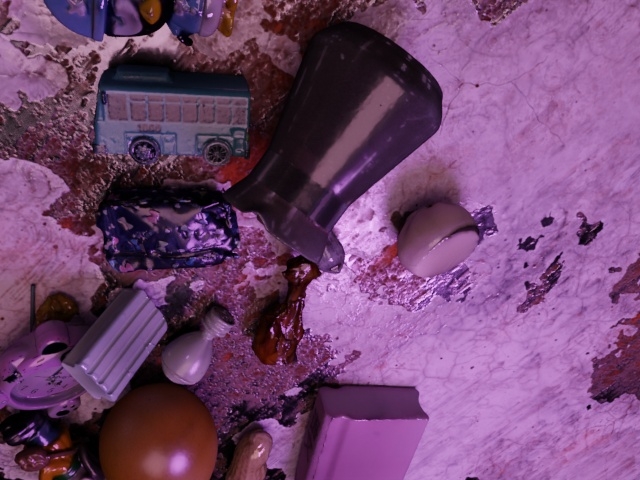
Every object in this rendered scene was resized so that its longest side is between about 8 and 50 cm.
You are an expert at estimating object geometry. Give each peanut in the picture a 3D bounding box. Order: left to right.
[{"bbox_3d":[-0.178,0.562,1.509,0.099,0.090,0.214,16,118,-6],"label":"peanut"}]

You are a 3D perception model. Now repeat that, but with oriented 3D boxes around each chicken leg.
[{"bbox_3d":[-0.066,0.148,1.272,0.113,0.093,0.304,5,125,-25],"label":"chicken leg"}]

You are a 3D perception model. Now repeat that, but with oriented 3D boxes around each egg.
[{"bbox_3d":[-0.353,0.463,1.323,0.250,0.250,0.322,-9,130,-6],"label":"egg"}]

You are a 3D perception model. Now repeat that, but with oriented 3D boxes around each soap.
[{"bbox_3d":[-0.402,0.204,1.187,0.067,0.198,0.119,-1,131,33],"label":"soap"}]

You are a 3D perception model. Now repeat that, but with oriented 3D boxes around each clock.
[{"bbox_3d":[-0.550,0.263,1.220,0.248,0.090,0.228,-40,146,16],"label":"clock"}]

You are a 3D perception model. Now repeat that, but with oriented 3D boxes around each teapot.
[{"bbox_3d":[0.018,-0.155,1.002,0.253,0.300,0.344,37,92,9],"label":"teapot"}]

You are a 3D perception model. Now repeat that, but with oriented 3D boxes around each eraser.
[{"bbox_3d":[0.094,0.543,1.536,0.273,0.122,0.359,4,121,-16],"label":"eraser"}]

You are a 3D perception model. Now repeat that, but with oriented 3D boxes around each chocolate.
[{"bbox_3d":[0.000,0.000,1.214,0.072,0.072,0.167,-26,121,5],"label":"chocolate"}]

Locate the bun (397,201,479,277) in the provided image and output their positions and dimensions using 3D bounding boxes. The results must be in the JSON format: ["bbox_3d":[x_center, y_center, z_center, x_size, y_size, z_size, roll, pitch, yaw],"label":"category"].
[{"bbox_3d":[0.230,-0.012,1.221,0.173,0.119,0.172,-24,151,-14],"label":"bun"}]

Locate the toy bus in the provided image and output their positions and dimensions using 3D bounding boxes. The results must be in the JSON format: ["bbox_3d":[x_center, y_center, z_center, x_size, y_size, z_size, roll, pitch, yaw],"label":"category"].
[{"bbox_3d":[-0.249,-0.214,1.005,0.256,0.128,0.147,0,119,-13],"label":"toy bus"}]

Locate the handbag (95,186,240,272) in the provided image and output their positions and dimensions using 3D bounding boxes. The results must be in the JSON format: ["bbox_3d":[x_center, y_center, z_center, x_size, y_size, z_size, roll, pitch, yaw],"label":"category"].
[{"bbox_3d":[-0.285,-0.020,1.125,0.261,0.113,0.161,-4,115,-7],"label":"handbag"}]

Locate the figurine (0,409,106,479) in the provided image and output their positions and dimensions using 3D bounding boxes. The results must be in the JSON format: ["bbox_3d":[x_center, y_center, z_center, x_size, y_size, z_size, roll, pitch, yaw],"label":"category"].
[{"bbox_3d":[-0.568,0.511,1.368,0.205,0.185,0.332,-26,107,-29],"label":"figurine"}]

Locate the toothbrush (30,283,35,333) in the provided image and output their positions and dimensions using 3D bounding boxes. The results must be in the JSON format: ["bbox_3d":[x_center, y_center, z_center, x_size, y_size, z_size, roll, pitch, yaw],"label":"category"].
[{"bbox_3d":[-0.593,0.159,1.232,0.014,0.011,0.167,5,120,-19],"label":"toothbrush"}]

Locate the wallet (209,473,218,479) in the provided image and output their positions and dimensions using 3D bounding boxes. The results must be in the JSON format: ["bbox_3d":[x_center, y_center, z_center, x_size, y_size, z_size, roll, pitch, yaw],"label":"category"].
[{"bbox_3d":[-0.438,0.748,1.543,0.252,0.083,0.360,5,123,-47],"label":"wallet"}]

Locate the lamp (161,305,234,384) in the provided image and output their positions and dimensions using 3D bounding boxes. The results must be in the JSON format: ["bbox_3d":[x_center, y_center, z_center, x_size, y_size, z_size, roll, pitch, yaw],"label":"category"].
[{"bbox_3d":[-0.266,0.228,1.288,0.106,0.106,0.193,35,102,-27],"label":"lamp"}]

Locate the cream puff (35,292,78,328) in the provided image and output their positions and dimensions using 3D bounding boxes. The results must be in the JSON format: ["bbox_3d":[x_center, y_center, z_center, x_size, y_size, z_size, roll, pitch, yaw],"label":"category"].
[{"bbox_3d":[-0.541,0.147,1.212,0.058,0.083,0.083,40,128,18],"label":"cream puff"}]

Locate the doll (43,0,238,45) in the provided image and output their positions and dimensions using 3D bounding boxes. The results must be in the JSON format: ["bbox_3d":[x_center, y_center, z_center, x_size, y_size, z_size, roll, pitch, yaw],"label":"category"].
[{"bbox_3d":[-0.282,-0.377,0.892,0.314,0.141,0.177,3,137,-18],"label":"doll"}]
